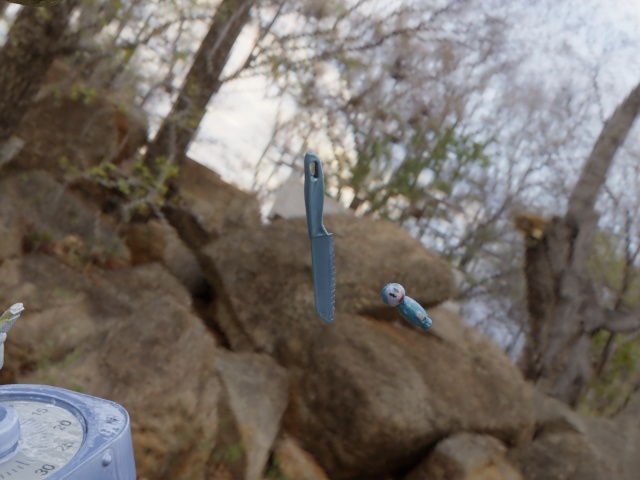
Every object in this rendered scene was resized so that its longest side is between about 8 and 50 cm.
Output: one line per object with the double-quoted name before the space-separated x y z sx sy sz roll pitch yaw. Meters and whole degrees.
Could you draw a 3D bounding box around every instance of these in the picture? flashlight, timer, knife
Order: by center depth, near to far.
"timer" -0.488 0.326 1.621 0.395 0.395 0.173 16 -62 39
"knife" 0.000 0.000 1.864 0.019 0.044 0.313 -129 -148 -60
"flashlight" 0.178 0.136 2.339 0.129 0.051 0.051 40 -18 -24

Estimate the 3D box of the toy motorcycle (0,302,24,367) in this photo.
"toy motorcycle" -0.532 0.155 1.720 0.151 0.228 0.074 49 21 4

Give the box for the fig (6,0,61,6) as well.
"fig" -0.444 -0.472 1.665 0.233 0.233 0.314 29 -9 -4
